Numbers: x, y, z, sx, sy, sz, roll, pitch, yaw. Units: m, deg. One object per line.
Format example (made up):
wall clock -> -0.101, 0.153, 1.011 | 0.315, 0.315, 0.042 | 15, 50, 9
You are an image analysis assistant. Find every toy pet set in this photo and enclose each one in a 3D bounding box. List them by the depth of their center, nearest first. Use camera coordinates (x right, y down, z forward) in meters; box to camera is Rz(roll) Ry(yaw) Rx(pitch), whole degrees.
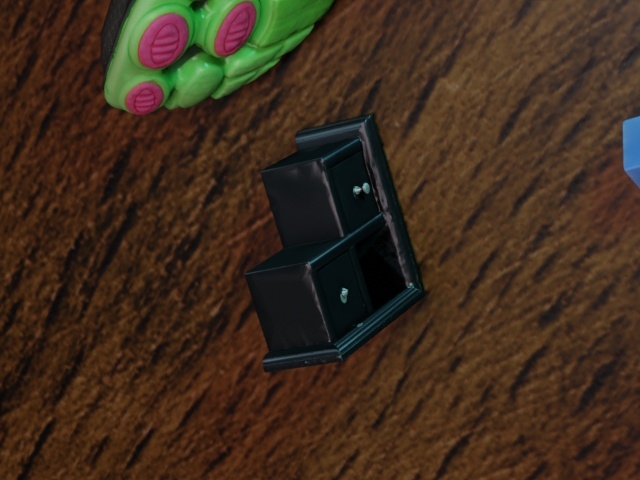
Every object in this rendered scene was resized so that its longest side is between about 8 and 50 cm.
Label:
toy pet set -> 0.275, -0.081, 1.325 | 0.114, 0.065, 0.122 | -15, 100, 31

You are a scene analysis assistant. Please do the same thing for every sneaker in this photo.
sneaker -> -0.076, -0.314, 1.394 | 0.202, 0.185, 0.483 | 47, 131, 41

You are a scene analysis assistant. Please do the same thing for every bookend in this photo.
bookend -> 0.000, 0.000, 1.445 | 0.072, 0.156, 0.157 | -11, 101, 31
